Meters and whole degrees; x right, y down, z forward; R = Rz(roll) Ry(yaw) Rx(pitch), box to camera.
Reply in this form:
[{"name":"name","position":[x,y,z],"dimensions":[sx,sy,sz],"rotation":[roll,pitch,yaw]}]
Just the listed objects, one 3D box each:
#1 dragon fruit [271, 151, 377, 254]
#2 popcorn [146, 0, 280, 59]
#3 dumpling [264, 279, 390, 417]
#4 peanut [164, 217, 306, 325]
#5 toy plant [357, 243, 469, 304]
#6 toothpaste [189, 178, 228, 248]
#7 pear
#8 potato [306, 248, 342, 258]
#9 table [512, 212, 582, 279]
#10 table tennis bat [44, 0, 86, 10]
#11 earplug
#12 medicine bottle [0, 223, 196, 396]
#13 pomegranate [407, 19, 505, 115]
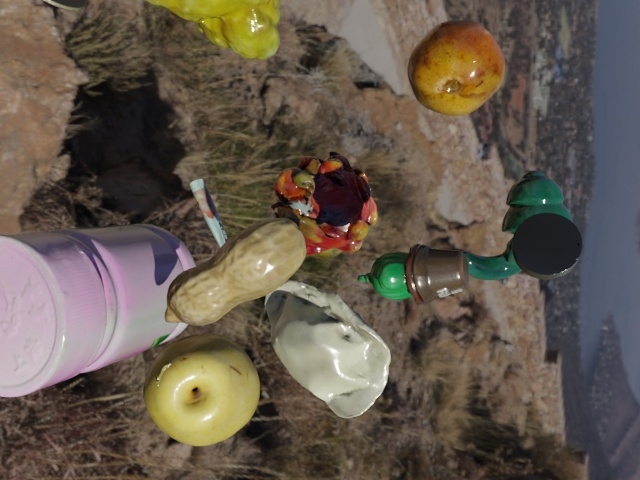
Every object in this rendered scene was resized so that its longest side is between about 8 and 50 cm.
[{"name":"dragon fruit","position":[-0.002,-0.085,1.416],"dimensions":[0.307,0.243,0.227],"rotation":[34,102,-33]},{"name":"popcorn","position":[-0.154,-0.533,1.143],"dimensions":[0.334,0.292,0.293],"rotation":[-59,178,8]},{"name":"dumpling","position":[0.006,0.158,0.998],"dimensions":[0.162,0.250,0.132],"rotation":[-47,163,22]},{"name":"peanut","position":[-0.117,0.049,0.809],"dimensions":[0.085,0.228,0.104],"rotation":[58,17,-1]},{"name":"toy plant","position":[0.152,0.061,1.089],"dimensions":[0.143,0.201,0.105],"rotation":[-5,86,-69]},{"name":"toothpaste","position":[-0.243,-0.042,1.427],"dimensions":[0.205,0.036,0.056],"rotation":[65,11,6]},{"name":"pear","position":[-0.313,0.391,1.655],"dimensions":[0.309,0.309,0.309],"rotation":[-17,109,-57]},{"name":"potato","position":[0.000,0.000,1.858],"dimensions":[0.272,0.160,0.111],"rotation":[3,73,-47]},{"name":"table","position":[0.462,0.011,1.279],"dimensions":[0.043,0.134,0.133],"rotation":[45,56,-67]},{"name":"table tennis bat","position":[-0.538,-0.484,1.115],"dimensions":[0.247,0.022,0.138],"rotation":[27,27,-18]},{"name":"earplug","position":[0.487,-0.034,1.549],"dimensions":[0.164,0.258,0.280],"rotation":[4,91,-63]},{"name":"medicine bottle","position":[-0.343,0.084,0.917],"dimensions":[0.325,0.212,0.211],"rotation":[-14,108,-72]},{"name":"pomegranate","position":[0.365,-0.463,1.695],"dimensions":[0.264,0.264,0.264],"rotation":[-17,109,-57]}]
